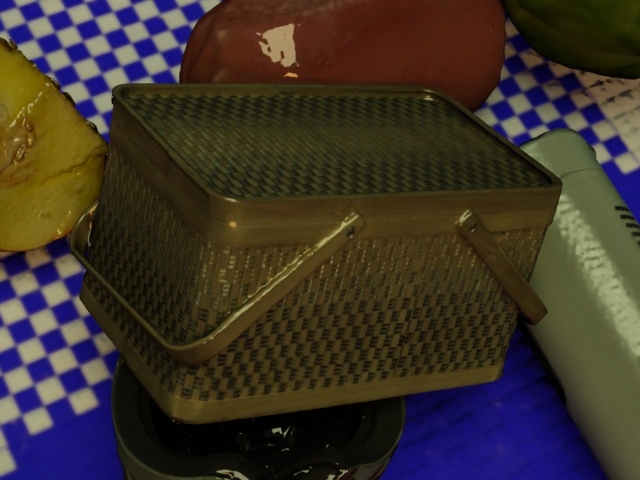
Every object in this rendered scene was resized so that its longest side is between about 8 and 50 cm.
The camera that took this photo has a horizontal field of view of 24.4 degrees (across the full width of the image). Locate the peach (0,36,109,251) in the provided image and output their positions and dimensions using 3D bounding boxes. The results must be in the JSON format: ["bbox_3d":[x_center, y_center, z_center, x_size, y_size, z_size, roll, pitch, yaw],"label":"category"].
[{"bbox_3d":[-0.221,-0.064,0.967,0.151,0.118,0.151,-1,91,-36],"label":"peach"}]

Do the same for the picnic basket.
[{"bbox_3d":[0.000,0.000,0.886,0.267,0.139,0.165,-3,30,-31],"label":"picnic basket"}]

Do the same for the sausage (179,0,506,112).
[{"bbox_3d":[0.011,-0.124,1.022,0.254,0.148,0.148,-29,70,-23],"label":"sausage"}]

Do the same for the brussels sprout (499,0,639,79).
[{"bbox_3d":[0.246,-0.226,1.075,0.271,0.219,0.210,-4,78,-32],"label":"brussels sprout"}]

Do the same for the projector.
[{"bbox_3d":[0.209,0.090,0.953,0.108,0.108,0.337,-21,67,-18],"label":"projector"}]

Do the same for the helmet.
[{"bbox_3d":[-0.043,0.129,0.893,0.177,0.107,0.153,-6,34,-32],"label":"helmet"}]
